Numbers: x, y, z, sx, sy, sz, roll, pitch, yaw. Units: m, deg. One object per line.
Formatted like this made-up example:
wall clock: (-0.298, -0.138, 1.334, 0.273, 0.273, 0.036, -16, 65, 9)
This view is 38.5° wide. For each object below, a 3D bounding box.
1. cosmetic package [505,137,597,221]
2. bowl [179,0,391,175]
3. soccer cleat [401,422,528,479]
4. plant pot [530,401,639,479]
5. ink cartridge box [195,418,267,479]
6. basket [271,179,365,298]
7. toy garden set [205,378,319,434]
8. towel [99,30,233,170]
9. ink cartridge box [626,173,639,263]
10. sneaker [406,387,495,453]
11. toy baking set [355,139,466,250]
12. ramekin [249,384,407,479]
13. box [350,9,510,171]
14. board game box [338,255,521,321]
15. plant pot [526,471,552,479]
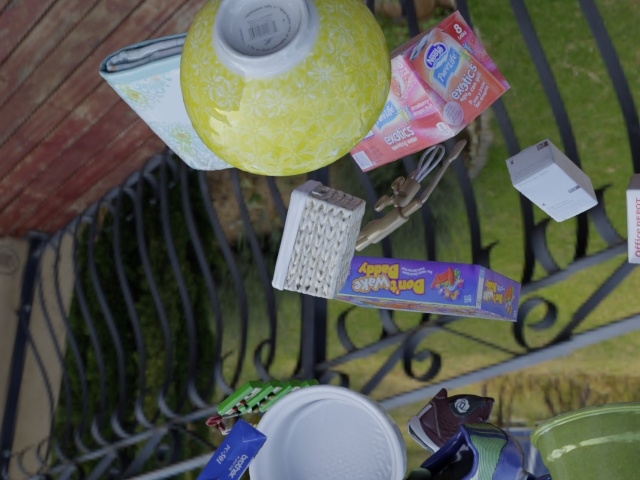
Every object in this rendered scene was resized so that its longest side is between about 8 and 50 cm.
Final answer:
cosmetic package: (0.555, -0.140, 2.190, 0.117, 0.085, 0.231, -30, 142, 30)
bowl: (-0.060, -0.244, 1.169, 0.289, 0.289, 0.156, -3, 162, 10)
soccer cleat: (0.113, 0.315, 1.073, 0.121, 0.093, 0.289, 28, 113, -31)
plant pot: (0.522, 0.446, 1.586, 0.276, 0.254, 0.276, -2, 150, -1)
ink cartridge box: (-0.118, 0.294, 1.214, 0.046, 0.097, 0.207, 35, 165, 4)
basket: (0.000, 0.000, 1.470, 0.103, 0.167, 0.113, 16, -164, 11)
toy garden set: (-0.138, 0.384, 2.039, 0.204, 0.049, 0.244, -41, 152, 25)
towel: (-0.189, -0.259, 1.746, 0.374, 0.090, 0.320, -3, 143, 31)
ink cartridge box: (0.692, -0.038, 1.722, 0.219, 0.092, 0.160, 2, 114, 27)
sneaker: (0.320, 0.396, 1.797, 0.281, 0.162, 0.106, 39, 170, 6)
toy baking set: (0.147, -0.085, 1.615, 0.030, 0.197, 0.256, 40, 134, -15)
ramekin: (0.023, 0.394, 1.641, 0.277, 0.277, 0.135, -6, 173, 15)
box: (0.142, -0.236, 1.504, 0.154, 0.142, 0.300, 53, 156, -9)
board game box: (0.181, 0.090, 1.774, 0.347, 0.078, 0.233, 3, 171, 31)
plant pot: (0.497, 0.627, 1.912, 0.236, 0.236, 0.212, 35, 165, -16)
